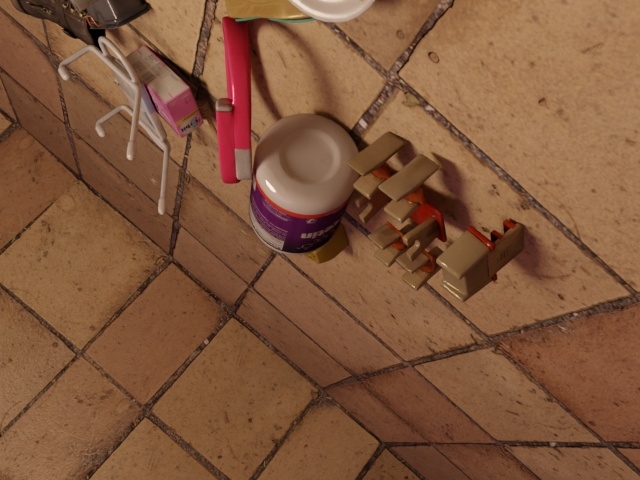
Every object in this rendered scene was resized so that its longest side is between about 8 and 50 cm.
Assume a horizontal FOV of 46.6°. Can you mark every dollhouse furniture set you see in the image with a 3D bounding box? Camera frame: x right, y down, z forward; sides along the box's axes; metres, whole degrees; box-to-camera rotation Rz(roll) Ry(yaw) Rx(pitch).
[{"bbox_3d":[0.185,-0.030,1.211,0.259,0.135,0.262,41,163,35],"label":"dollhouse furniture set"}]

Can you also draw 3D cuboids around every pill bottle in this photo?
[{"bbox_3d":[-0.039,-0.084,1.366,0.181,0.181,0.323,39,160,7],"label":"pill bottle"}]

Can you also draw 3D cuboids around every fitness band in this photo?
[{"bbox_3d":[-0.140,-0.224,1.226,0.054,0.209,0.291,0,140,-5],"label":"fitness band"}]

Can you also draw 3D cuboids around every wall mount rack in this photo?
[{"bbox_3d":[-0.392,-0.235,1.533,0.304,0.130,0.350,44,166,25],"label":"wall mount rack"}]

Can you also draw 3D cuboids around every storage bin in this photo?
[{"bbox_3d":[-0.404,-0.456,1.398,0.135,0.098,0.091,18,139,48],"label":"storage bin"}]

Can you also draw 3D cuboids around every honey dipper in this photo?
[{"bbox_3d":[-0.232,-0.240,1.606,0.030,0.030,0.161,29,155,31],"label":"honey dipper"}]

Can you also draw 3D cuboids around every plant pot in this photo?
[{"bbox_3d":[0.000,0.000,1.613,0.081,0.083,0.081,30,156,28],"label":"plant pot"}]

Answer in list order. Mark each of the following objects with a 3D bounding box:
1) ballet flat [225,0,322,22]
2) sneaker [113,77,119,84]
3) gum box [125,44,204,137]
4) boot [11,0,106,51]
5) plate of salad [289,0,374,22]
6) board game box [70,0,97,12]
[{"bbox_3d":[-0.068,-0.345,1.036,0.232,0.080,0.073,17,135,47],"label":"ballet flat"},{"bbox_3d":[-0.404,-0.363,1.665,0.042,0.067,0.118,24,-176,34],"label":"sneaker"},{"bbox_3d":[-0.331,-0.313,1.545,0.188,0.062,0.107,45,164,29],"label":"gum box"},{"bbox_3d":[-0.540,-0.505,1.494,0.229,0.091,0.263,29,162,14],"label":"boot"},{"bbox_3d":[-0.008,-0.354,0.885,0.199,0.048,0.200,26,137,27],"label":"plate of salad"},{"bbox_3d":[-0.456,-0.534,1.170,0.303,0.097,0.224,55,176,-8],"label":"board game box"}]
